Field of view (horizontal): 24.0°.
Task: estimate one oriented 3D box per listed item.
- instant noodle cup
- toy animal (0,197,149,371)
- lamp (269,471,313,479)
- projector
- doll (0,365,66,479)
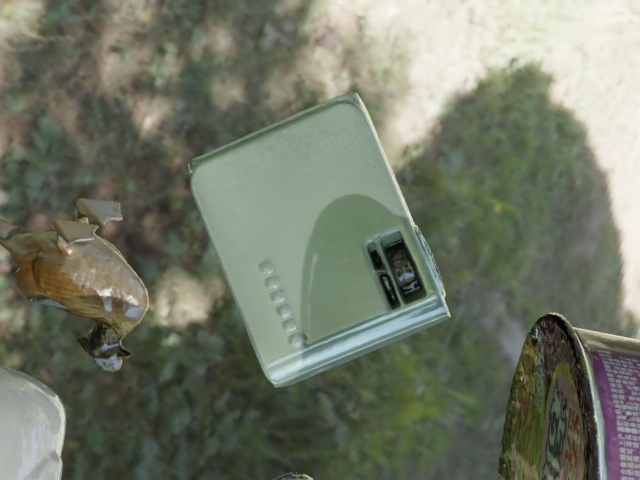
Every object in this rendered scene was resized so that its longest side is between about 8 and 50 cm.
[{"bbox_3d":[0.310,0.230,1.272,0.340,0.266,0.340,-177,-90,-84],"label":"instant noodle cup"},{"bbox_3d":[-0.257,0.042,1.522,0.089,0.188,0.179,-46,150,-50],"label":"toy animal"},{"bbox_3d":[0.041,0.287,1.121,0.172,0.227,0.147,-22,130,-47],"label":"lamp"},{"bbox_3d":[0.000,0.000,1.549,0.198,0.250,0.108,-24,170,6],"label":"projector"},{"bbox_3d":[-0.287,0.236,1.274,0.221,0.221,0.251,45,62,-59],"label":"doll"}]
